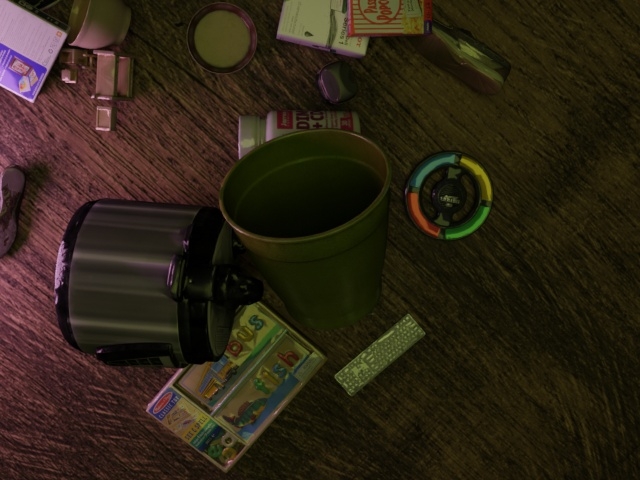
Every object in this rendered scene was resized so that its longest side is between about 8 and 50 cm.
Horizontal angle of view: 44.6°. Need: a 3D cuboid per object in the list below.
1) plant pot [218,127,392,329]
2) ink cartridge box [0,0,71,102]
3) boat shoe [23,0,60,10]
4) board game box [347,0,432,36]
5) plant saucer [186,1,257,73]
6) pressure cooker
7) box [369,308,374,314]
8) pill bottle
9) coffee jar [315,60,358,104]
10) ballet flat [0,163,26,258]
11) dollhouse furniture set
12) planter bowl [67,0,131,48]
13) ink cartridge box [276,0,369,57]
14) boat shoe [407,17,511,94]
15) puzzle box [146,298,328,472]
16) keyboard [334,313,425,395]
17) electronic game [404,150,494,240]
[{"bbox_3d":[0.000,0.000,1.734,0.366,0.367,0.353,-16,132,-1],"label":"plant pot"},{"bbox_3d":[-0.711,-0.452,1.787,0.208,0.045,0.206,27,119,-21],"label":"ink cartridge box"},{"bbox_3d":[-0.694,-0.586,1.785,0.340,0.113,0.127,-26,99,0],"label":"boat shoe"},{"bbox_3d":[0.158,-0.546,1.796,0.193,0.045,0.147,-3,98,-6],"label":"board game box"},{"bbox_3d":[-0.236,-0.485,1.877,0.168,0.029,0.169,-1,99,-3],"label":"plant saucer"},{"bbox_3d":[-0.340,0.093,1.759,0.420,0.370,0.376,4,127,4],"label":"pressure cooker"},{"bbox_3d":[0.038,0.079,1.968,0.183,0.056,0.231,-5,99,-4],"label":"box"},{"bbox_3d":[-0.052,-0.230,1.861,0.282,0.160,0.161,0,99,-4],"label":"pill bottle"},{"bbox_3d":[0.037,-0.369,1.834,0.079,0.184,0.096,-23,100,0],"label":"coffee jar"},{"bbox_3d":[-0.772,-0.069,1.895,0.084,0.058,0.250,13,104,-28],"label":"ballet flat"},{"bbox_3d":[-0.534,-0.359,1.862,0.160,0.101,0.182,9,100,20],"label":"dollhouse furniture set"},{"bbox_3d":[-0.504,-0.513,1.800,0.109,0.162,0.162,14,98,-32],"label":"planter bowl"},{"bbox_3d":[0.018,-0.536,1.853,0.219,0.092,0.160,12,98,-6],"label":"ink cartridge box"},{"bbox_3d":[0.334,-0.466,1.890,0.285,0.103,0.092,35,70,3],"label":"boat shoe"},{"bbox_3d":[-0.213,0.360,1.996,0.272,0.052,0.409,40,94,-8],"label":"puzzle box"},{"bbox_3d":[0.154,0.298,2.032,0.256,0.014,0.072,-41,99,2],"label":"keyboard"},{"bbox_3d":[0.324,-0.111,1.964,0.229,0.048,0.229,-1,99,-4],"label":"electronic game"}]
